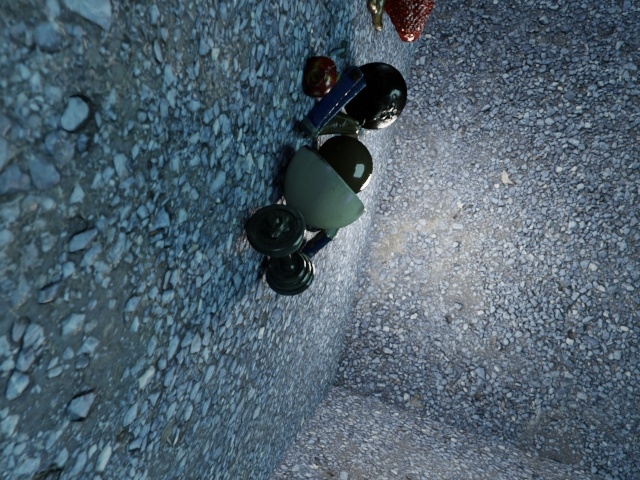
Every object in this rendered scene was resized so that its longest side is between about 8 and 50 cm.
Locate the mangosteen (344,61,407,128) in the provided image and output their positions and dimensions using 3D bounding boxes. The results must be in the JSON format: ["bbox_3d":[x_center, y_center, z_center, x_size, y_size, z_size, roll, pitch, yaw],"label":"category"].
[{"bbox_3d":[0.229,-0.650,1.908,0.300,0.300,0.301,14,90,-76],"label":"mangosteen"}]

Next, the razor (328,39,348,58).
[{"bbox_3d":[0.062,-0.719,1.646,0.135,0.040,0.068,-47,148,-50],"label":"razor"}]

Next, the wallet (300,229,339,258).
[{"bbox_3d":[0.001,0.000,1.838,0.202,0.059,0.141,-42,-167,39],"label":"wallet"}]

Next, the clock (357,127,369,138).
[{"bbox_3d":[0.214,-0.577,2.266,0.176,0.079,0.117,-62,161,-48],"label":"clock"}]

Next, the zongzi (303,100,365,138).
[{"bbox_3d":[0.050,-0.407,1.604,0.084,0.187,0.184,127,-13,-65],"label":"zongzi"}]

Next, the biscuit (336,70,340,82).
[{"bbox_3d":[0.050,-0.563,1.729,0.199,0.040,0.121,82,24,-60],"label":"biscuit"}]

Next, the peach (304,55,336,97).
[{"bbox_3d":[0.010,-0.559,1.470,0.172,0.092,0.127,-53,151,-52],"label":"peach"}]

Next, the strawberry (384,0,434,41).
[{"bbox_3d":[0.436,-1.164,2.130,0.312,0.266,0.352,-49,132,-70],"label":"strawberry"}]

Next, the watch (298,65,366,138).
[{"bbox_3d":[0.043,-0.476,1.498,0.274,0.068,0.276,-47,-177,16],"label":"watch"}]

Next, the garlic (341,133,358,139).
[{"bbox_3d":[0.144,-0.442,2.082,0.101,0.086,0.196,-46,134,-53],"label":"garlic"}]

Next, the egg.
[{"bbox_3d":[-0.010,-0.147,1.466,0.201,0.337,0.337,-46,166,3],"label":"egg"}]

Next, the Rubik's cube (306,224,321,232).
[{"bbox_3d":[-0.027,-0.086,1.782,0.111,0.111,0.093,59,20,-70],"label":"Rubik's cube"}]

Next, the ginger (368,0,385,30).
[{"bbox_3d":[0.269,-1.142,1.947,0.166,0.080,0.333,-23,134,-54],"label":"ginger"}]

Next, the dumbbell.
[{"bbox_3d":[-0.118,0.039,1.383,0.406,0.178,0.179,80,27,-58],"label":"dumbbell"}]

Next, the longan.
[{"bbox_3d":[0.090,-0.296,1.724,0.258,0.257,0.258,14,90,-76],"label":"longan"}]
